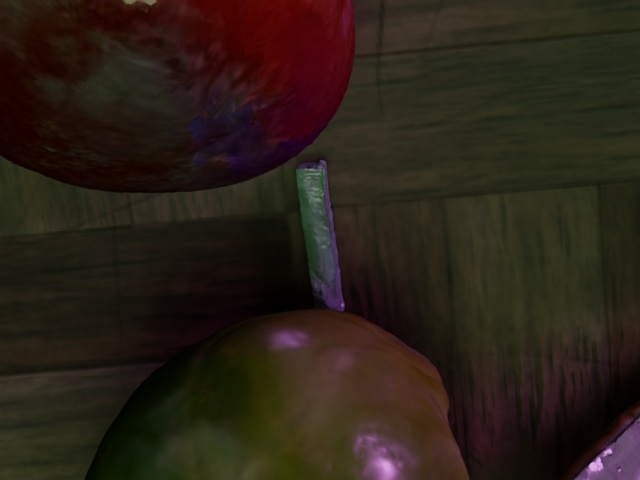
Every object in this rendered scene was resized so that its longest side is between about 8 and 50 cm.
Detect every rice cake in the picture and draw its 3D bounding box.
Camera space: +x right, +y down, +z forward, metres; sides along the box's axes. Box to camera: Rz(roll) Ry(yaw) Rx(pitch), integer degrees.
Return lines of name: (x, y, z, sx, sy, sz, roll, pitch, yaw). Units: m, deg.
rice cake: (0.000, 0.000, 1.404, 0.022, 0.021, 0.121, -1, 115, 13)

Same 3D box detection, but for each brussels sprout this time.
brussels sprout: (-0.016, 0.214, 1.340, 0.268, 0.344, 0.344, 11, 124, 44)

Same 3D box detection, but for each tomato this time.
tomato: (-0.113, -0.124, 1.203, 0.290, 0.176, 0.335, -20, 146, 3)

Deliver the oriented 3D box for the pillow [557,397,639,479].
pillow: (0.253, 0.253, 1.404, 0.119, 0.310, 0.312, 1, 124, 49)
